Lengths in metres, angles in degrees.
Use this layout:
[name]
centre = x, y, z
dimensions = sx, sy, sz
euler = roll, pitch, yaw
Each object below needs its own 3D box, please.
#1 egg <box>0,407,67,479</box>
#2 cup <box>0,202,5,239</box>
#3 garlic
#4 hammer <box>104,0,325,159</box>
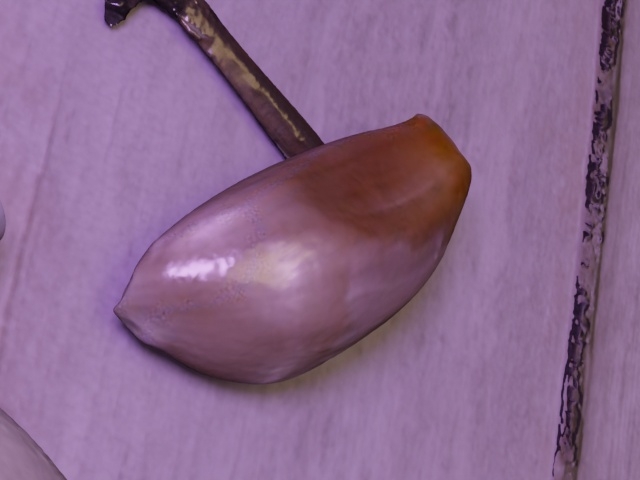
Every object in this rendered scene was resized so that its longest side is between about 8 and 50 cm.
[egg]
centre = -0.201, 0.194, 0.720
dimensions = 0.337, 0.201, 0.337
euler = 28, 58, -58
[cup]
centre = -0.245, 0.009, 0.873
dimensions = 0.074, 0.102, 0.099
euler = 34, 49, 16
[garlic]
centre = 0.003, 0.009, 1.055
dimensions = 0.318, 0.112, 0.143
euler = -31, 102, -44
[hammer]
centre = -0.036, -0.095, 1.104
dimensions = 0.297, 0.027, 0.125
euler = 51, 56, -19
